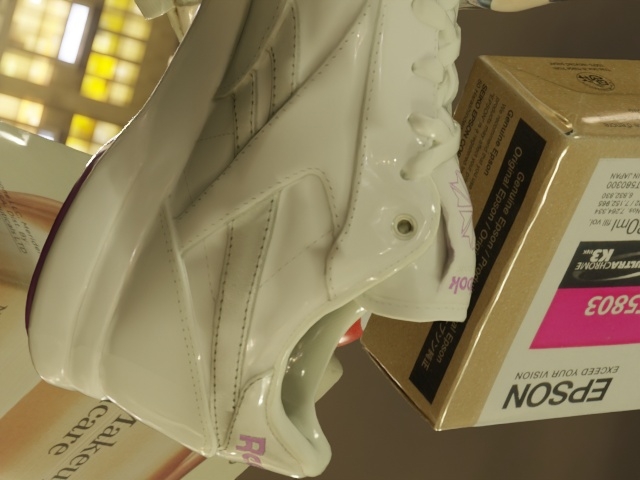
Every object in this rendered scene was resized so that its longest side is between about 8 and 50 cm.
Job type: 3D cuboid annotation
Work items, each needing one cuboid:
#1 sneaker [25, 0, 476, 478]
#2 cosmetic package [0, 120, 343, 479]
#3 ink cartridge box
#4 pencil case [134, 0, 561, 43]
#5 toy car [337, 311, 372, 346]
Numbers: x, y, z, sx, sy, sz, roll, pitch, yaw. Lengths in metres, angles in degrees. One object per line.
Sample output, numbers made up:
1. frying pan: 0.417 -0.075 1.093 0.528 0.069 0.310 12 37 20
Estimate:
1. sneaker: 0.015 -0.055 0.706 0.305 0.152 0.114 -63 165 9
2. cosmetic package: -0.142 0.044 0.932 0.153 0.296 0.129 -45 -121 18
3. ink cartridge box: 0.164 0.000 1.060 0.088 0.235 0.193 49 -50 42
4. pencil case: 0.083 -0.212 1.276 0.183 0.410 0.159 -37 118 -74
5. toy car: 0.000 0.000 1.702 0.219 0.210 0.238 -60 -165 -22
